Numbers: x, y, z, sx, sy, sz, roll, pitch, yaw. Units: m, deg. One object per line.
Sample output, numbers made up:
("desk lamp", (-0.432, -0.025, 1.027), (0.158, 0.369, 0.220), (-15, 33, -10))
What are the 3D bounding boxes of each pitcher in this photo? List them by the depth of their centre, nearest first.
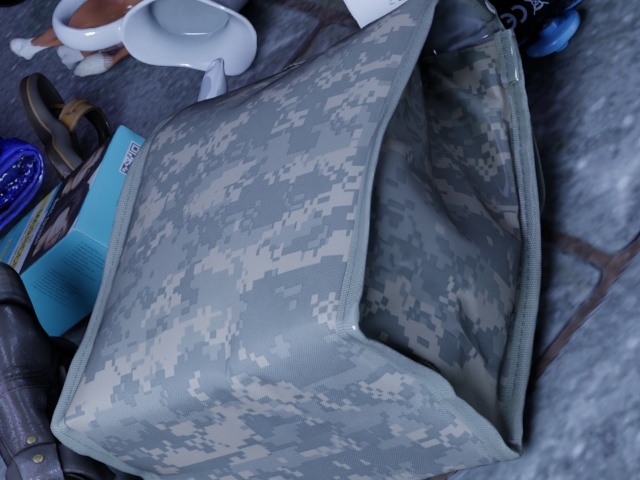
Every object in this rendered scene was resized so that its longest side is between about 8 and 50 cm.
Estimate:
("pitcher", (-0.132, -0.237, 1.421), (0.178, 0.125, 0.207), (1, 49, 4))

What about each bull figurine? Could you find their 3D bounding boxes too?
("bull figurine", (-0.192, -0.281, 1.597), (0.188, 0.101, 0.310), (-26, 37, 25))

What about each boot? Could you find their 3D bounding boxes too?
("boot", (-0.162, 0.155, 1.017), (0.091, 0.263, 0.229), (-27, 62, -5))

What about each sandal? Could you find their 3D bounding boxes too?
("sandal", (-0.207, -0.088, 1.418), (0.060, 0.090, 0.219), (-31, 28, -3))

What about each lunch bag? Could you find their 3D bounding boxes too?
("lunch bag", (0.000, 0.000, 0.955), (0.235, 0.169, 0.287), (-22, 43, 37))

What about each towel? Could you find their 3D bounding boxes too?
("towel", (-0.349, -0.010, 1.451), (0.227, 0.076, 0.308), (-51, 16, -6))

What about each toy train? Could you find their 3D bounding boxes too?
("toy train", (0.092, -0.138, 1.088), (0.184, 0.080, 0.105), (-37, 23, 14))

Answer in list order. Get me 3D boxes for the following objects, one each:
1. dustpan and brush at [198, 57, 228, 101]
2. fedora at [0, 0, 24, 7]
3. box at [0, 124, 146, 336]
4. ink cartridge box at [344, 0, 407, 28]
("dustpan and brush", (-0.085, -0.048, 1.228), (0.147, 0.060, 0.211), (-23, 38, 37))
("fedora", (-0.279, -0.409, 1.769), (0.153, 0.334, 0.334), (6, 54, 19))
("box", (-0.196, 0.013, 1.248), (0.244, 0.060, 0.100), (-35, 29, 49))
("ink cartridge box", (0.121, -0.244, 1.017), (0.237, 0.100, 0.172), (-19, 23, 33))
